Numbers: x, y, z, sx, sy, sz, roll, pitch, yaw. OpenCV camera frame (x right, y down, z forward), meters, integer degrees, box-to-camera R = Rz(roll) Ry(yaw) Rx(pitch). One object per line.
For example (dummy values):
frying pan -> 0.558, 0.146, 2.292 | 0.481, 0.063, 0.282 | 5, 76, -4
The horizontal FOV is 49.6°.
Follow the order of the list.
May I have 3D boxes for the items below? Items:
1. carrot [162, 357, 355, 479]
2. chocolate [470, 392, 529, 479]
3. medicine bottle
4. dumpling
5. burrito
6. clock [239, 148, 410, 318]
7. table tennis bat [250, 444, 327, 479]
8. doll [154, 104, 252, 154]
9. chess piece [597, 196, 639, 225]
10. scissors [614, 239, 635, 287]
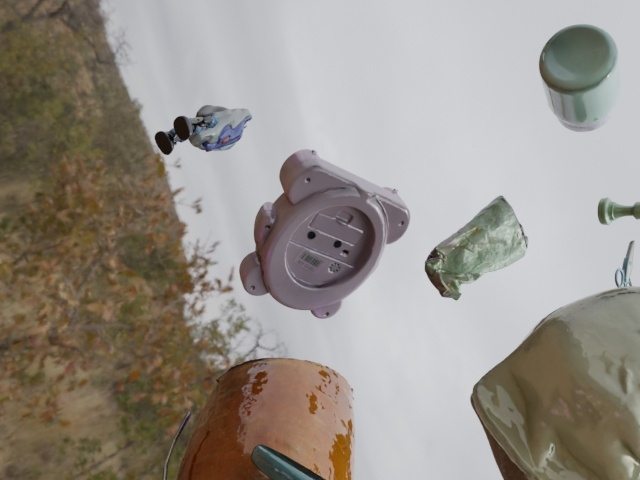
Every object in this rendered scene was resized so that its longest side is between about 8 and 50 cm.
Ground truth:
carrot -> -0.061, 0.258, 0.755 | 0.214, 0.193, 0.331 | 59, 20, -25
chocolate -> 0.364, 0.357, 1.226 | 0.161, 0.083, 0.261 | -37, -115, 31
medicine bottle -> 0.504, -0.306, 1.341 | 0.139, 0.139, 0.225 | 63, 15, 24
dumpling -> 0.435, 0.223, 0.961 | 0.316, 0.395, 0.233 | 63, 4, 25
burrito -> 0.323, 0.019, 1.469 | 0.144, 0.228, 0.089 | 62, -11, -14
clock -> 0.000, 0.000, 1.443 | 0.322, 0.295, 0.113 | -57, -150, 19
table tennis bat -> 0.028, 0.225, 0.575 | 0.201, 0.033, 0.124 | 34, -12, -18
doll -> -0.156, -0.159, 0.984 | 0.070, 0.096, 0.195 | 66, 26, -3
chess piece -> 0.711, -0.070, 1.624 | 0.103, 0.067, 0.067 | -1, -67, 40
scissors -> 0.524, 0.045, 1.183 | 0.014, 0.119, 0.058 | -18, -57, 46
